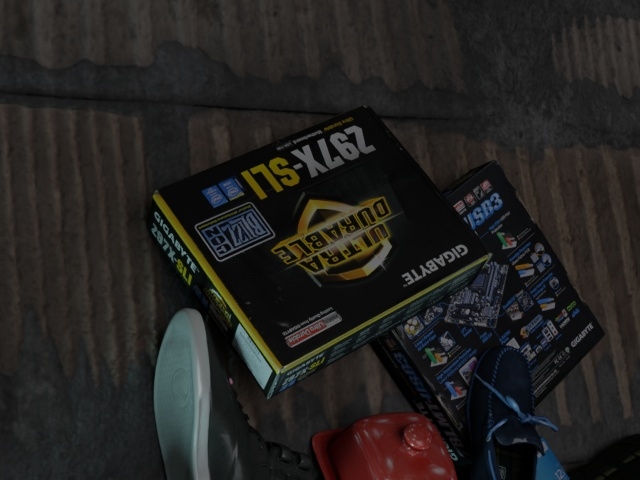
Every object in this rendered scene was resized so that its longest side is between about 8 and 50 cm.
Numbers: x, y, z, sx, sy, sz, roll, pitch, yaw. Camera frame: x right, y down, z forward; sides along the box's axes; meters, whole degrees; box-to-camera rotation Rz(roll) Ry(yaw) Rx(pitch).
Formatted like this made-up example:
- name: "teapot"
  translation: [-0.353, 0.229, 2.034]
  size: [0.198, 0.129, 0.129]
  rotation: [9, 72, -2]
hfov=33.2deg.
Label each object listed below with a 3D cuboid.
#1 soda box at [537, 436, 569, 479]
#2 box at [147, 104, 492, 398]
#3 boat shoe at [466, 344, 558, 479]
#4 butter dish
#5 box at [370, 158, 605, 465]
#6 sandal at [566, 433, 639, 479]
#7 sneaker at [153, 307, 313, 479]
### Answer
- name: "soda box"
  translation: [0.214, 0.335, 1.344]
  size: [0.210, 0.071, 0.067]
  rotation: [-33, 92, -33]
- name: "box"
  translation: [0.000, 0.000, 1.253]
  size: [0.322, 0.079, 0.257]
  rotation: [-25, 66, -30]
- name: "boat shoe"
  translation: [0.237, 0.249, 1.289]
  size: [0.109, 0.089, 0.258]
  rotation: [11, 67, -25]
- name: "butter dish"
  translation: [0.093, 0.256, 1.245]
  size: [0.160, 0.118, 0.160]
  rotation: [-1, 46, -29]
- name: "box"
  translation: [0.202, 0.089, 1.408]
  size: [0.295, 0.073, 0.293]
  rotation: [-38, 96, -32]
- name: "sandal"
  translation: [0.428, 0.338, 1.463]
  size: [0.303, 0.120, 0.086]
  rotation: [-13, 110, -31]
- name: "sneaker"
  translation: [-0.091, 0.217, 1.184]
  size: [0.147, 0.104, 0.295]
  rotation: [-5, 84, -33]
